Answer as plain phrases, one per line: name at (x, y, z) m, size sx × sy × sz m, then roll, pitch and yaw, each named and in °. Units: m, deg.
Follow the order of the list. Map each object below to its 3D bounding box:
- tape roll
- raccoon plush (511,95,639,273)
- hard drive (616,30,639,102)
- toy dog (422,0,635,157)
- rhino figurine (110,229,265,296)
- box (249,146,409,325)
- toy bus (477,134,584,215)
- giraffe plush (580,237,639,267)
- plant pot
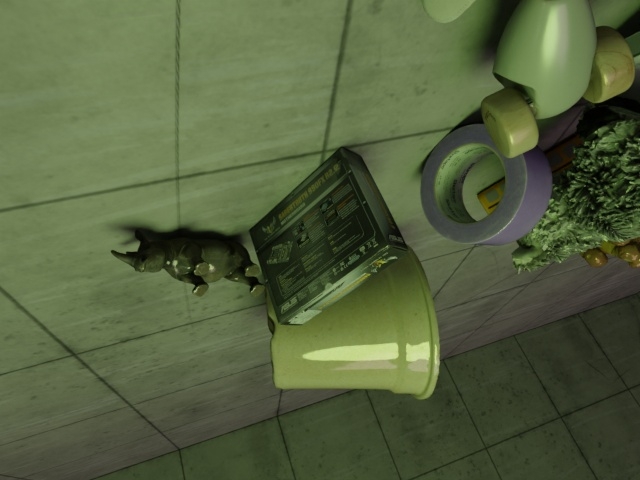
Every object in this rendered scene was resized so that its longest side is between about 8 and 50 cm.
tape roll at (0.259, -0.086, 0.723) m, size 0.080 × 0.188 × 0.189 m, roll 2°, pitch 144°, yaw -39°
raccoon plush at (0.479, -0.010, 0.654) m, size 0.216 × 0.446 × 0.299 m, roll -6°, pitch 128°, yaw -27°
hard drive at (0.574, -0.235, 0.663) m, size 0.308 × 0.040 × 0.203 m, roll 14°, pitch 168°, yaw -23°
toy dog at (0.226, -0.259, 0.486) m, size 0.220 × 0.160 × 0.333 m, roll -16°, pitch 137°, yaw -6°
rhino figurine at (-0.203, 0.033, 0.704) m, size 0.243 × 0.106 × 0.073 m, roll 9°, pitch 114°, yaw -44°
box at (0.000, 0.000, 0.700) m, size 0.231 × 0.183 × 0.056 m, roll -39°, pitch 147°, yaw 28°
toy bus at (0.502, -0.118, 0.900) m, size 0.333 × 0.130 × 0.108 m, roll -33°, pitch 149°, yaw 20°
giraffe plush at (0.902, 0.015, 1.427) m, size 0.171 × 0.181 × 0.210 m, roll -32°, pitch -173°, yaw 39°
plant pot at (0.042, 0.184, 0.954) m, size 0.306 × 0.333 × 0.333 m, roll -6°, pitch 150°, yaw -8°
